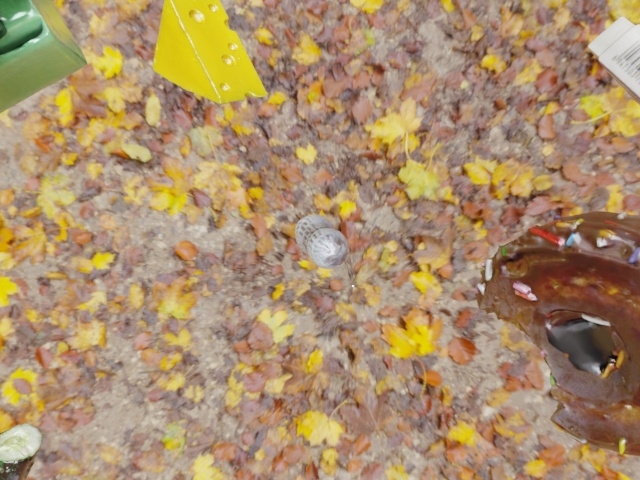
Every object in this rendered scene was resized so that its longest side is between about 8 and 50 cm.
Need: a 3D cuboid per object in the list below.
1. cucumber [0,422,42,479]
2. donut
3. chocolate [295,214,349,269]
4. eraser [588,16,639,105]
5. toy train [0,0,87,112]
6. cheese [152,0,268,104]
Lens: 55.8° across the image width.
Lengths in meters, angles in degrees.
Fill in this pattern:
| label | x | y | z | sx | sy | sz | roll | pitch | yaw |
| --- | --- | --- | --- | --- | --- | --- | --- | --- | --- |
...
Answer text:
| label | x | y | z | sx | sy | sz | roll | pitch | yaw |
| --- | --- | --- | --- | --- | --- | --- | --- | --- | --- |
| cucumber | -0.490 | 0.373 | 0.903 | 0.074 | 0.074 | 0.241 | 37 | 112 | 5 |
| donut | 0.259 | 0.071 | 0.527 | 0.096 | 0.216 | 0.230 | -32 | 79 | -37 |
| chocolate | 0.000 | 0.000 | 1.036 | 0.072 | 0.167 | 0.072 | -5 | 108 | -14 |
| eraser | 0.524 | -0.240 | 0.926 | 0.124 | 0.279 | 0.081 | 33 | 119 | -24 |
| toy train | -0.255 | -0.190 | 0.361 | 0.132 | 0.188 | 0.243 | -30 | 97 | -4 |
| cheese | -0.159 | -0.265 | 0.903 | 0.171 | 0.093 | 0.126 | 48 | 134 | 22 |
